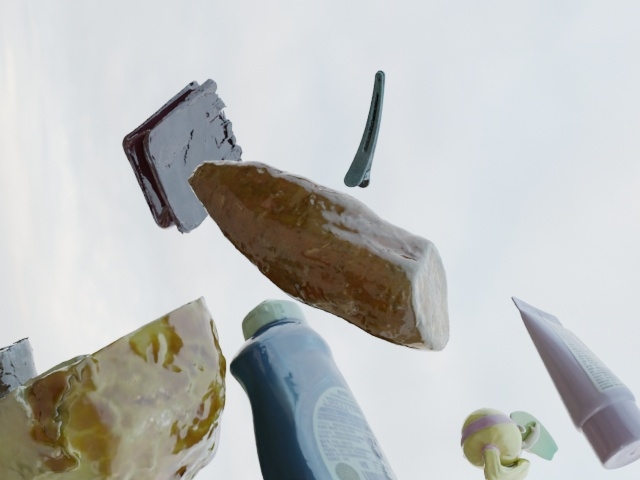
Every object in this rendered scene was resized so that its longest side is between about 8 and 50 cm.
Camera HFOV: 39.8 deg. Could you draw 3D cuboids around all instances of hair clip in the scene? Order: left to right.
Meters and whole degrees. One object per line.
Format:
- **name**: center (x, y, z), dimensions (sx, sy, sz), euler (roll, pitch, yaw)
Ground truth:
- **hair clip**: center (0.092, -0.214, 1.706), dimensions (0.039, 0.070, 0.229), euler (15, -83, 24)

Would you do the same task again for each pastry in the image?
- **pastry**: center (-0.181, 0.170, 0.786), dimensions (0.237, 0.256, 0.170), euler (-29, -101, 35)

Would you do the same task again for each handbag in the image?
- **handbag**: center (-0.225, -0.143, 1.506), dimensions (0.074, 0.216, 0.203), euler (9, -46, 33)

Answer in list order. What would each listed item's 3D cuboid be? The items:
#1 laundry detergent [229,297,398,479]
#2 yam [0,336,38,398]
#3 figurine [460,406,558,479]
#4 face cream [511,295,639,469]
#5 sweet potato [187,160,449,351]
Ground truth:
- **laundry detergent**: center (-0.019, 0.172, 0.884), dimensions (0.094, 0.143, 0.290), euler (-49, -135, 23)
- **yam**: center (-0.384, 0.265, 1.067), dimensions (0.131, 0.131, 0.279), euler (-23, -101, 63)
- **figurine**: center (0.202, 0.223, 0.945), dimensions (0.083, 0.187, 0.083), euler (-8, -110, 24)
- **face cream**: center (0.385, 0.200, 1.313), dimensions (0.096, 0.154, 0.274), euler (-46, -132, 23)
- **sweet potato**: center (0.000, 0.000, 0.693), dimensions (0.252, 0.097, 0.097), euler (33, -49, 22)
